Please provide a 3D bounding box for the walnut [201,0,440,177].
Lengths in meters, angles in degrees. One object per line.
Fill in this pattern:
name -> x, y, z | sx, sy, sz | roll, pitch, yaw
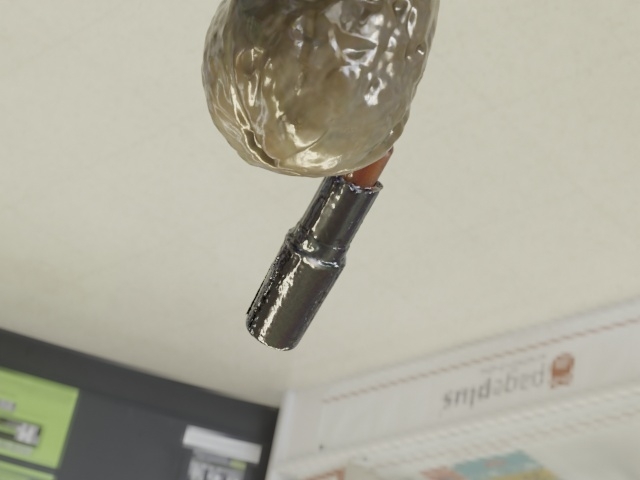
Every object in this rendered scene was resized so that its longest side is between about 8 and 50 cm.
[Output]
walnut -> 0.003, -0.155, 0.995 | 0.178, 0.230, 0.178 | 22, 169, 5

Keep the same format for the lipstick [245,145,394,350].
lipstick -> 0.000, 0.000, 1.560 | 0.081, 0.081, 0.300 | 20, 119, -14
